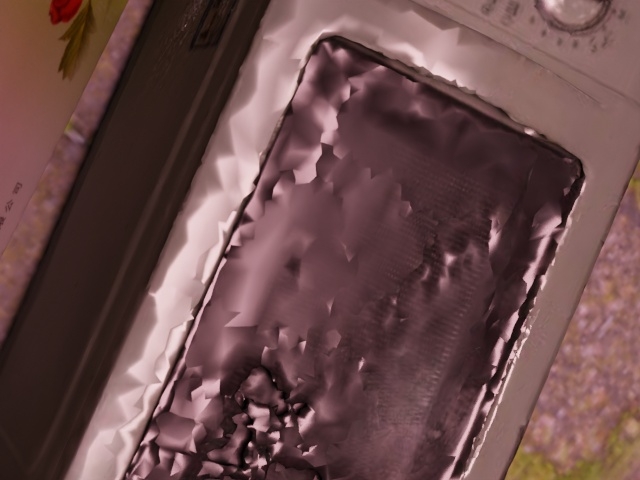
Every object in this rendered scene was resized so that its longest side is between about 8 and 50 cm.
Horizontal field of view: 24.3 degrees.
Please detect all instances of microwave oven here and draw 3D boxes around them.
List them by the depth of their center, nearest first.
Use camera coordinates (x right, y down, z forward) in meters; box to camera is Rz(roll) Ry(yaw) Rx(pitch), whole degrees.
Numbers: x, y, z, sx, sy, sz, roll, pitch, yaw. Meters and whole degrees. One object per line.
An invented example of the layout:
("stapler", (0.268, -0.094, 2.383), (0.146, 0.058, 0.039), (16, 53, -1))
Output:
("microwave oven", (0.000, 0.000, 0.631), (0.181, 0.237, 0.295), (24, 87, -19))

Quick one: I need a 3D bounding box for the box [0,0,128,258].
("box", (-0.167, -0.058, 0.606), (0.062, 0.175, 0.260), (26, 87, 14))
